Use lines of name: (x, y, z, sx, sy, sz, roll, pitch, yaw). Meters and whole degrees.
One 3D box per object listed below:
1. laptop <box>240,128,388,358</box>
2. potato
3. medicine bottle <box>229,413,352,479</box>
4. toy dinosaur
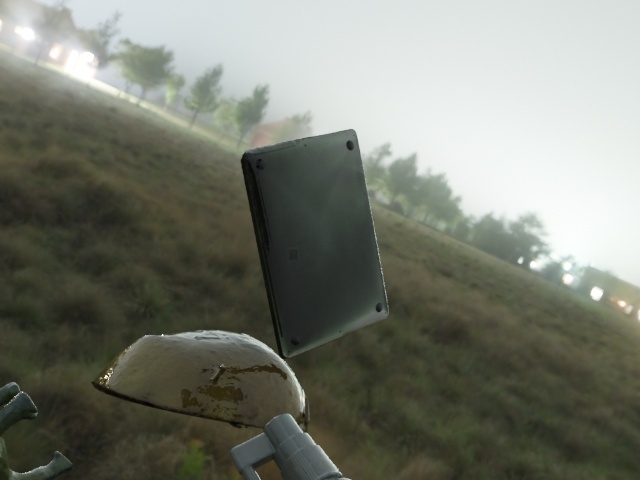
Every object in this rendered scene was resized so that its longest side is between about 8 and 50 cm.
laptop: (0.000, 0.000, 1.042, 0.187, 0.269, 0.015, -17, 11, -36)
potato: (-0.133, 0.175, 1.041, 0.299, 0.116, 0.239, 19, -5, -35)
medicine bottle: (0.002, 0.260, 0.741, 0.092, 0.061, 0.221, -25, 50, -21)
toy dinosaur: (-0.306, 0.182, 0.690, 0.147, 0.363, 0.076, -31, 51, -31)
